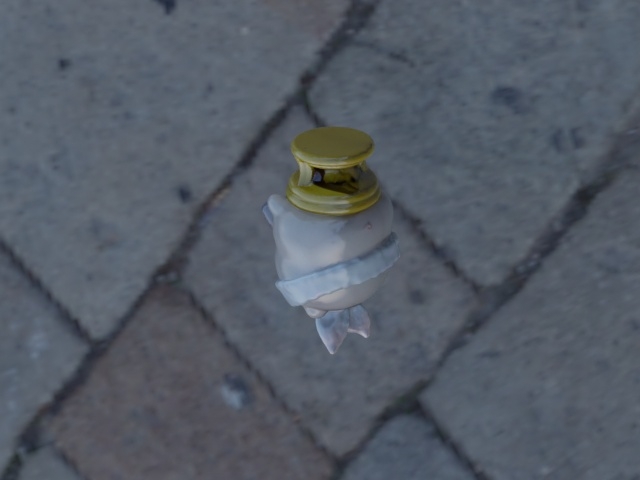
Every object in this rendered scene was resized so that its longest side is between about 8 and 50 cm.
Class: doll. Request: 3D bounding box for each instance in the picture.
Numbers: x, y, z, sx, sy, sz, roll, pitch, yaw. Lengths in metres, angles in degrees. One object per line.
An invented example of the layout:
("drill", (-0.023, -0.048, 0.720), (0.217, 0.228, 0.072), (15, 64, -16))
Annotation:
("doll", (0.000, 0.000, 1.121), (0.084, 0.073, 0.127), (19, 122, 34))
